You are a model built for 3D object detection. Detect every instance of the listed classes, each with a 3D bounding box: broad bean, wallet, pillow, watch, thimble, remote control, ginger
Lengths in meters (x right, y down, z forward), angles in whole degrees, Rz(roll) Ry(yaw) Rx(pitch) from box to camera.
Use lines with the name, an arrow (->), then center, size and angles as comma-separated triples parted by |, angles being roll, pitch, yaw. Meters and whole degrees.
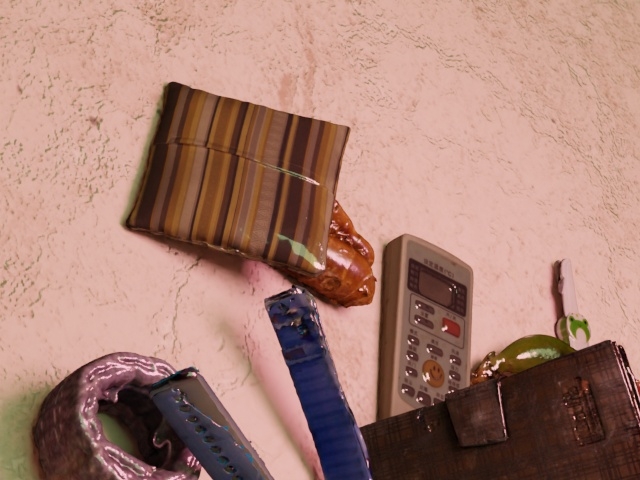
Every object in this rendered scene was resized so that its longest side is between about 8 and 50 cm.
broad bean -> 0.306, 0.214, 1.759 | 0.292, 0.049, 0.144 | 45, 67, -14
wallet -> 0.176, 0.225, 1.469 | 0.044, 0.317, 0.169 | 23, 49, -61
pillow -> -0.082, -0.070, 1.556 | 0.212, 0.052, 0.208 | 14, 54, -5
watch -> -0.034, 0.207, 1.376 | 0.276, 0.068, 0.275 | -35, 109, -63
thimble -> -0.181, 0.181, 1.326 | 0.150, 0.097, 0.150 | 22, 52, -31
remote control -> 0.122, 0.133, 1.663 | 0.123, 0.038, 0.285 | 27, 51, -28
ginger -> 0.000, 0.000, 1.607 | 0.162, 0.073, 0.103 | 30, 49, -24

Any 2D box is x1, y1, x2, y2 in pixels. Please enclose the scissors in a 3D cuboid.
scissors -> 0.322, 0.118, 1.856 | 0.101, 0.027, 0.204 | 18, 57, -35

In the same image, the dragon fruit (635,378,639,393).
dragon fruit -> 0.329, 0.298, 1.572 | 0.295, 0.301, 0.296 | 14, 66, -34
